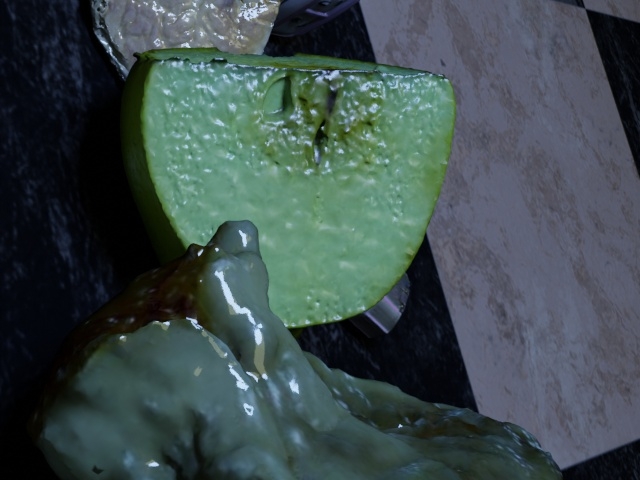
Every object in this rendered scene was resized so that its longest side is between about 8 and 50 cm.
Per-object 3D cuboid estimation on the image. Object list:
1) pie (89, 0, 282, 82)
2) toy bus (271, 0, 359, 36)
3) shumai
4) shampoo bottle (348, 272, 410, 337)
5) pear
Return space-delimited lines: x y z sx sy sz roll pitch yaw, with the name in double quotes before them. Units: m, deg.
"pie" -0.119 -0.224 1.149 0.185 0.052 0.218 19 88 -29
"toy bus" -0.022 -0.315 1.312 0.142 0.142 0.202 40 44 -33
"shumai" -0.043 0.162 0.923 0.323 0.324 0.397 55 30 6
"shampoo bottle" 0.000 0.000 1.247 0.227 0.056 0.086 43 49 -30
"pear" -0.036 -0.039 1.090 0.293 0.159 0.292 -1 94 -19
